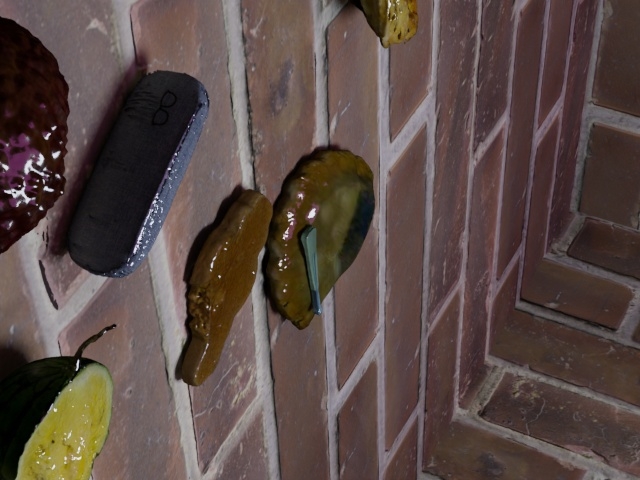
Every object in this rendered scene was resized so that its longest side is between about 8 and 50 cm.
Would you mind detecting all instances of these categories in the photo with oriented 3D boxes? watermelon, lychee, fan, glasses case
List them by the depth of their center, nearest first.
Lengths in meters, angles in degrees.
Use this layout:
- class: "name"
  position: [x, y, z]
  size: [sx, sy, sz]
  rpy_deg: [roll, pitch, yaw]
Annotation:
- class: "lychee"
  position: [-0.346, -0.093, 1.201]
  size: [0.260, 0.260, 0.261]
  rpy_deg: [-51, 151, -43]
- class: "watermelon"
  position: [-0.345, 0.226, 1.615]
  size: [0.204, 0.127, 0.232]
  rpy_deg: [-43, 147, -51]
- class: "glasses case"
  position: [-0.229, -0.085, 1.673]
  size: [0.282, 0.109, 0.067]
  rpy_deg: [-66, 154, -12]
- class: "fan"
  position: [-0.011, 0.055, 2.297]
  size: [0.038, 0.016, 0.193]
  rpy_deg: [-47, 144, -38]

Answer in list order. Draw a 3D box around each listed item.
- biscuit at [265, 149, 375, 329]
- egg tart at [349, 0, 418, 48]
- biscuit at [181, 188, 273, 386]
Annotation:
- class: "biscuit"
  position: [0.000, 0.000, 2.368]
  size: [0.329, 0.078, 0.335]
  rpy_deg: [-26, 130, -55]
- class: "egg tart"
  position: [0.096, -0.464, 2.171]
  size: [0.297, 0.132, 0.297]
  rpy_deg: [5, 90, -77]
- class: "biscuit"
  position: [-0.157, 0.074, 2.077]
  size: [0.183, 0.047, 0.320]
  rpy_deg: [-11, 118, -64]
